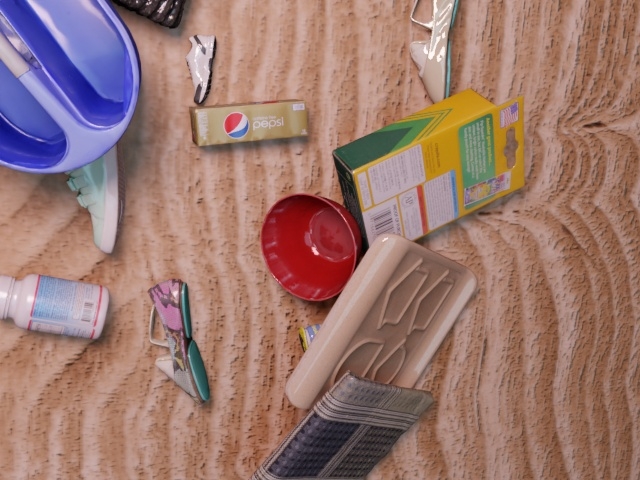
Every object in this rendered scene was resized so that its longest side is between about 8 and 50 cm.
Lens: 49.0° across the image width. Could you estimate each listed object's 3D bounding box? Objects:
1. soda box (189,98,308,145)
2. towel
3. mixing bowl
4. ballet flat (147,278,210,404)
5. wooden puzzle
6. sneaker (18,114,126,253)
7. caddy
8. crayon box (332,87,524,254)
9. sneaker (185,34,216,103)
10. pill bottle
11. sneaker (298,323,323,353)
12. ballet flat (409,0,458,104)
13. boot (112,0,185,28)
[{"bbox_3d":[-0.115,-0.191,1.130,0.182,0.061,0.058,-8,107,-18],"label":"soda box"},{"bbox_3d":[0.031,0.362,1.251,0.312,0.056,0.324,-51,143,8],"label":"towel"},{"bbox_3d":[0.000,0.000,1.181,0.098,0.182,0.181,-28,119,-57],"label":"mixing bowl"},{"bbox_3d":[-0.244,0.173,1.181,0.079,0.077,0.221,-9,103,2],"label":"ballet flat"},{"bbox_3d":[0.108,0.150,1.240,0.348,0.081,0.322,22,101,-53],"label":"wooden puzzle"},{"bbox_3d":[-0.375,-0.102,1.053,0.151,0.094,0.255,-2,110,-8],"label":"sneaker"},{"bbox_3d":[-0.371,-0.248,0.862,0.241,0.179,0.341,-33,108,5],"label":"caddy"},{"bbox_3d":[0.194,-0.122,1.212,0.323,0.083,0.203,-25,132,-11],"label":"crayon box"},{"bbox_3d":[-0.191,-0.269,1.101,0.044,0.040,0.109,8,98,-4],"label":"sneaker"},{"bbox_3d":[-0.415,0.099,1.086,0.160,0.087,0.087,13,99,-22],"label":"pill bottle"},{"bbox_3d":[0.006,0.217,1.285,0.059,0.053,0.144,-19,110,-16],"label":"sneaker"},{"bbox_3d":[0.190,-0.352,1.195,0.086,0.086,0.248,2,102,-20],"label":"ballet flat"},{"bbox_3d":[-0.160,-0.420,1.008,0.348,0.131,0.260,19,91,-8],"label":"boot"}]
